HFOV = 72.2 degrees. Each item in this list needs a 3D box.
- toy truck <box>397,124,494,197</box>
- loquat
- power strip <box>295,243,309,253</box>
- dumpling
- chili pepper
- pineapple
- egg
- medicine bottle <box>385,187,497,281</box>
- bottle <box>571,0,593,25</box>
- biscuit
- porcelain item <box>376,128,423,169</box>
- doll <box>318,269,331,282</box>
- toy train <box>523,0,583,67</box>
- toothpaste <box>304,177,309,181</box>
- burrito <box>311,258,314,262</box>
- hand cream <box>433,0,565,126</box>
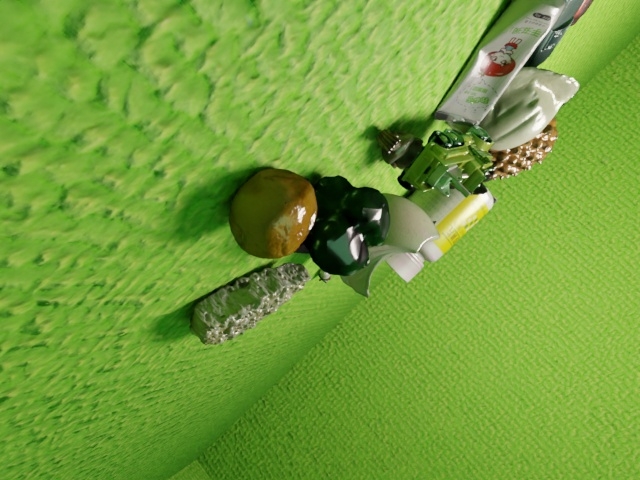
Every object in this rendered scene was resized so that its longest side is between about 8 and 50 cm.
[{"bbox_3d":[0.296,-0.155,0.947,0.259,0.135,0.128,-24,156,-46],"label":"toy truck"},{"bbox_3d":[-0.065,-0.040,0.631,0.137,0.113,0.137,-32,135,-38],"label":"loquat"},{"bbox_3d":[-0.044,0.006,0.926,0.029,0.038,0.111,-47,165,10],"label":"power strip"},{"bbox_3d":[0.426,-0.323,1.024,0.227,0.175,0.243,18,125,-38],"label":"dumpling"},{"bbox_3d":[0.042,-0.019,0.846,0.174,0.165,0.261,-60,163,-6],"label":"chili pepper"},{"bbox_3d":[0.459,-0.235,1.221,0.357,0.223,0.223,-35,164,-12],"label":"pineapple"},{"bbox_3d":[0.118,-0.014,1.035,0.271,0.206,0.162,-35,145,23],"label":"egg"},{"bbox_3d":[0.349,-0.060,1.413,0.379,0.213,0.213,-45,165,6],"label":"medicine bottle"},{"bbox_3d":[0.595,-0.558,0.990,0.060,0.060,0.164,-41,165,-9],"label":"bottle"},{"bbox_3d":[-0.160,0.137,0.910,0.281,0.084,0.179,-22,158,-49],"label":"biscuit"},{"bbox_3d":[0.154,-0.186,0.878,0.084,0.054,0.213,-50,164,18],"label":"porcelain item"},{"bbox_3d":[0.029,0.091,1.346,0.085,0.040,0.058,-34,152,-29],"label":"doll"},{"bbox_3d":[0.458,-0.478,0.807,0.086,0.089,0.409,-36,165,-7],"label":"toy train"},{"bbox_3d":[-0.041,-0.092,0.709,0.083,0.019,0.027,-6,117,-67],"label":"toothpaste"},{"bbox_3d":[0.000,0.000,1.019,0.045,0.041,0.185,-28,159,-18],"label":"burrito"},{"bbox_3d":[0.354,-0.359,0.864,0.121,0.076,0.336,7,144,-17],"label":"hand cream"}]
